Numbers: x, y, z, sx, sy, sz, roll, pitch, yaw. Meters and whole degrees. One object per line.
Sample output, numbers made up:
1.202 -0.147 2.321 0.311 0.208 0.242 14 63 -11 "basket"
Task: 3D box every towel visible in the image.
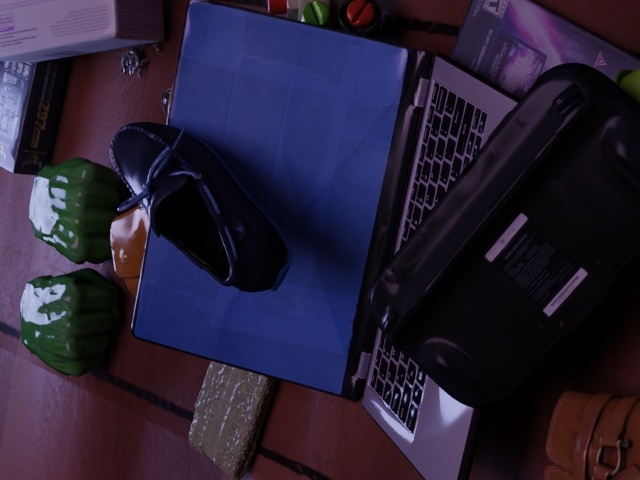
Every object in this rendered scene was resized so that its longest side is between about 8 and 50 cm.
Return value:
-0.100 0.191 1.993 0.110 0.027 0.148 31 109 46 "towel"

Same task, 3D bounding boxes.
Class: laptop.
0.000 0.000 1.695 0.408 0.236 0.381 -135 53 -64 "laptop"

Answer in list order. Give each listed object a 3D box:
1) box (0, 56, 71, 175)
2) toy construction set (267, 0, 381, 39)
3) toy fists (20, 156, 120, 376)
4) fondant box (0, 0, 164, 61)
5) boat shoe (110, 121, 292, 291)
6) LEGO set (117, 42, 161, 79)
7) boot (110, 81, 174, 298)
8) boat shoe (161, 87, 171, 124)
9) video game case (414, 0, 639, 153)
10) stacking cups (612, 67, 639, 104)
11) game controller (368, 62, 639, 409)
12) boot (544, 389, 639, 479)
-0.443 -0.206 2.416 0.233 0.059 0.183 25 105 47 "box"
-0.050 -0.278 1.849 0.151 0.215 0.327 -144 51 -85 "toy construction set"
-0.309 0.034 2.208 0.142 0.096 0.279 15 99 60 "toy fists"
-0.320 -0.403 2.193 0.238 0.096 0.330 -3 91 38 "fondant box"
-0.133 -0.044 1.738 0.258 0.089 0.109 35 117 34 "boat shoe"
-0.234 -0.236 2.199 0.083 0.023 0.054 -55 48 31 "LEGO set"
-0.175 -0.039 1.998 0.211 0.104 0.295 -4 105 45 "boot"
-0.161 -0.139 2.089 0.142 0.040 0.049 54 125 38 "boat shoe"
0.210 -0.116 1.661 0.274 0.026 0.196 39 115 46 "video game case"
0.343 -0.152 1.443 0.316 0.096 0.096 -34 61 34 "stacking cups"
0.176 0.003 1.498 0.166 0.067 0.319 40 118 3 "game controller"
0.299 0.158 1.482 0.220 0.109 0.283 22 110 53 "boot"
